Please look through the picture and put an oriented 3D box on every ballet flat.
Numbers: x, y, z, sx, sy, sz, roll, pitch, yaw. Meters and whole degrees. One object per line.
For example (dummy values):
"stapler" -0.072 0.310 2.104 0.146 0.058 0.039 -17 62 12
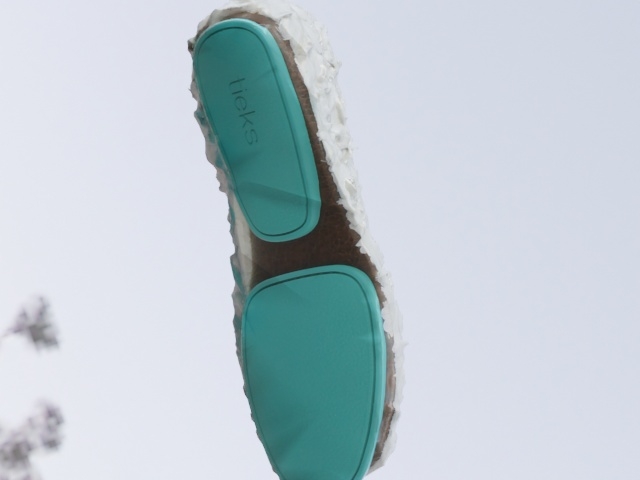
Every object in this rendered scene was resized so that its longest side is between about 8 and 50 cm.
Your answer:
"ballet flat" 0.000 0.000 1.287 0.147 0.147 0.408 5 -73 59
